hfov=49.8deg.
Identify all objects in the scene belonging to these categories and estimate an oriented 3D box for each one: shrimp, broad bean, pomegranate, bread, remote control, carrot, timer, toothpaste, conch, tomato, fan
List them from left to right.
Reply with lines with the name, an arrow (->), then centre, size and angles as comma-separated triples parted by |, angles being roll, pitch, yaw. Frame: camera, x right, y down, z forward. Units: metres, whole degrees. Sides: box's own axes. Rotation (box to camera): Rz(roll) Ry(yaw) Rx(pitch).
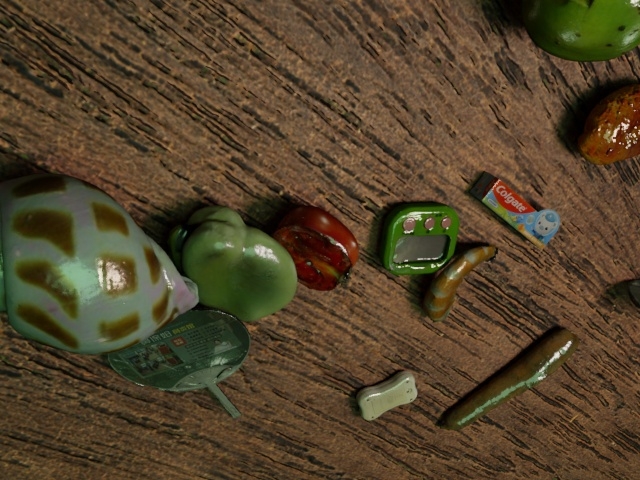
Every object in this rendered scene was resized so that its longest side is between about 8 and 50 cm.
conch -> -0.345, 0.035, 0.894 | 0.368, 0.197, 0.249 | 30, 137, -7
fan -> -0.230, 0.209, 1.124 | 0.223, 0.012, 0.294 | 0, 133, -13
broad bean -> -0.133, 0.045, 1.044 | 0.228, 0.100, 0.169 | 34, 122, -26
tomato -> 0.000, 0.000, 1.073 | 0.139, 0.159, 0.091 | 31, 59, 0
remote control -> 0.129, 0.301, 1.340 | 0.122, 0.032, 0.074 | -21, 123, -12
timer -> 0.168, -0.003, 1.184 | 0.140, 0.047, 0.128 | -3, 116, -22
shrimp -> 0.257, 0.071, 1.262 | 0.166, 0.049, 0.161 | -30, 147, -31
carrot -> 0.395, 0.301, 1.438 | 0.342, 0.070, 0.070 | -37, 125, 1
toothpaste -> 0.354, -0.060, 1.235 | 0.193, 0.044, 0.070 | 32, 99, -33
pomegranate -> 0.349, -0.380, 0.978 | 0.302, 0.236, 0.236 | 14, 114, 4
bread -> 0.566, -0.207, 1.218 | 0.269, 0.095, 0.139 | -11, 128, -22

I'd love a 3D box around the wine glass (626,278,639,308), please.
wine glass -> 0.782, -0.026, 1.321 | 0.267, 0.267, 0.406 | 3, 119, -24
